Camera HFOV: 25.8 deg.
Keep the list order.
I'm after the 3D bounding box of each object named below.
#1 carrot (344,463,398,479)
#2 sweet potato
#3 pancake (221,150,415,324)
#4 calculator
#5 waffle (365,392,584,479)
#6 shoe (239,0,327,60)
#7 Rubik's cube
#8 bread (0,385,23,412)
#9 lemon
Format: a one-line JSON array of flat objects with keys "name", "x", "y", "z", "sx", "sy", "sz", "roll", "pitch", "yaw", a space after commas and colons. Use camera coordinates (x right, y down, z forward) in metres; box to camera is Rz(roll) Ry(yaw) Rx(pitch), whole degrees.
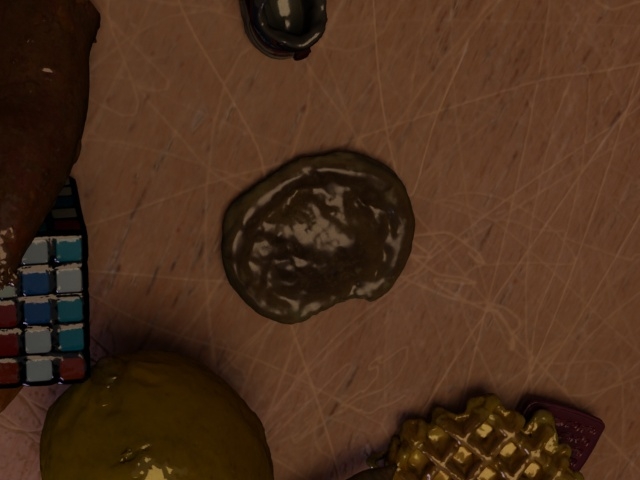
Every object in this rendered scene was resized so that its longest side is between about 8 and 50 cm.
[{"name": "carrot", "x": -0.047, "y": 0.375, "z": 1.748, "sx": 0.342, "sy": 0.070, "sz": 0.070, "roll": -33, "pitch": 116, "yaw": -4}, {"name": "sweet potato", "x": -0.305, "y": -0.104, "z": 1.430, "sx": 0.131, "sy": 0.131, "sz": 0.336, "roll": 14, "pitch": 70, "yaw": -18}, {"name": "pancake", "x": 0.000, "y": 0.001, "z": 1.668, "sx": 0.236, "sy": 0.042, "sz": 0.222, "roll": 0, "pitch": 114, "yaw": -12}, {"name": "calculator", "x": 0.286, "y": 0.297, "z": 1.861, "sx": 0.127, "sy": 0.034, "sz": 0.190, "roll": 19, "pitch": 110, "yaw": -19}, {"name": "waffle", "x": 0.195, "y": 0.347, "z": 1.818, "sx": 0.329, "sy": 0.062, "sz": 0.329, "roll": 0, "pitch": 110, "yaw": 1}, {"name": "shoe", "x": -0.048, "y": -0.289, "z": 1.491, "sx": 0.099, "sy": 0.125, "sz": 0.227, "roll": -13, "pitch": 116, "yaw": -5}, {"name": "Rubik's cube", "x": -0.348, "y": 0.045, "z": 1.527, "sx": 0.182, "sy": 0.184, "sz": 0.187, "roll": -3, "pitch": 115, "yaw": -13}, {"name": "bread", "x": -0.418, "y": 0.178, "z": 1.640, "sx": 0.154, "sy": 0.054, "sz": 0.136, "roll": 11, "pitch": 112, "yaw": -15}, {"name": "lemon", "x": -0.192, "y": 0.262, "z": 1.613, "sx": 0.268, "sy": 0.268, "sz": 0.321, "roll": -31, "pitch": 112, "yaw": 1}]
